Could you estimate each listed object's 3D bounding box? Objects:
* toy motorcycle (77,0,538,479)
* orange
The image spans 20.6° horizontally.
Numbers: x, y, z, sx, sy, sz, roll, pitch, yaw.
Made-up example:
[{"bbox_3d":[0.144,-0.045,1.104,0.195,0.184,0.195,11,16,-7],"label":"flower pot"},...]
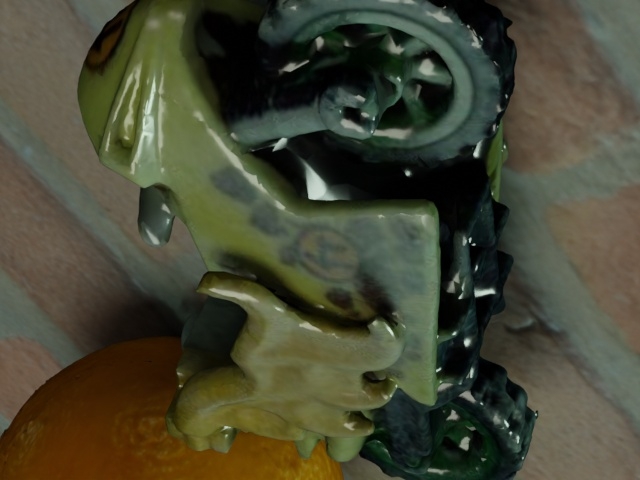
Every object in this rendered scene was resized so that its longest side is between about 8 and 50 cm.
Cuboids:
[{"bbox_3d":[0.000,0.000,0.972,0.237,0.169,0.410,12,140,21],"label":"toy motorcycle"},{"bbox_3d":[-0.109,0.189,1.201,0.246,0.246,0.246,16,141,13],"label":"orange"}]
